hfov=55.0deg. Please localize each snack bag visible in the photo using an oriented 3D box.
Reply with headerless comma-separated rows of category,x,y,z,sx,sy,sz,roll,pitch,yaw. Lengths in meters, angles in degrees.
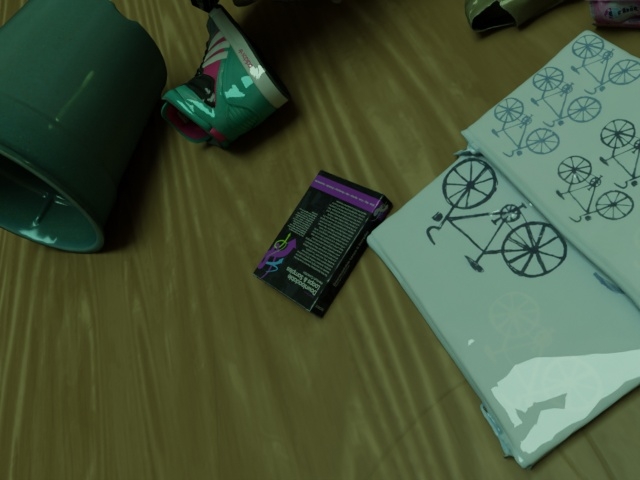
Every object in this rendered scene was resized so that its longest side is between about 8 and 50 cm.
snack bag,0.226,-0.016,0.585,0.342,0.037,0.323,-40,48,11

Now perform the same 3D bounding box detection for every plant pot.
plant pot,-0.438,-0.209,1.008,0.341,0.341,0.334,0,57,36

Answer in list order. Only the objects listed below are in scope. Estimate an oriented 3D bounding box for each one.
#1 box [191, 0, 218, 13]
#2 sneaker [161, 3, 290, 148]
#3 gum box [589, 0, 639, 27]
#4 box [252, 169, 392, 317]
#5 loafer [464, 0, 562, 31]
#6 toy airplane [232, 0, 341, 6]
box,-0.152,-0.463,0.951,0.191,0.045,0.184,-130,63,-80
sneaker,-0.167,-0.243,0.956,0.178,0.124,0.296,-38,42,9
gum box,0.362,-0.306,0.636,0.107,0.062,0.188,19,77,42
box,0.000,0.000,0.747,0.116,0.029,0.162,28,82,44
loafer,0.238,-0.281,0.722,0.148,0.056,0.050,-9,60,44
toy airplane,0.039,-0.462,0.823,0.384,0.272,0.386,-42,17,1
